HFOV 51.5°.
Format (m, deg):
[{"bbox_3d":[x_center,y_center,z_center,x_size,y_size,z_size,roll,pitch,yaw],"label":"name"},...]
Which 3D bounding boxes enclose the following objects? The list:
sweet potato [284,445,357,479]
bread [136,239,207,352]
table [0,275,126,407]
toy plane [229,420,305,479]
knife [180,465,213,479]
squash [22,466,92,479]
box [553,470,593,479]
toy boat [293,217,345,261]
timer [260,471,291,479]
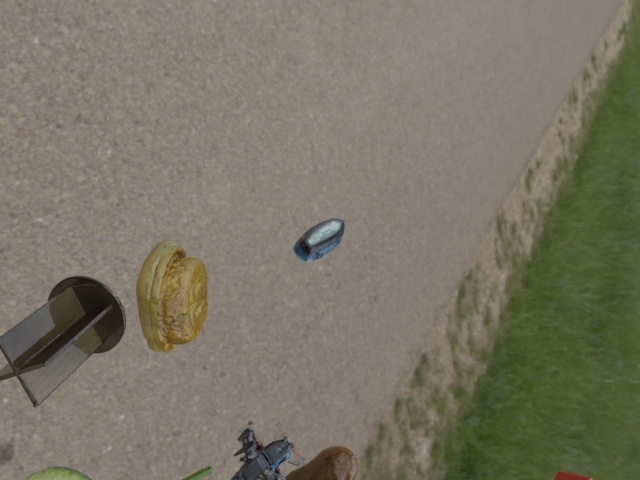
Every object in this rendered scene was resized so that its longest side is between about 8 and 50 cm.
[{"bbox_3d":[-0.033,0.534,1.427,0.097,0.292,0.097,47,15,-17],"label":"sweet potato"},{"bbox_3d":[-0.322,0.124,1.439,0.198,0.120,0.236,-73,164,-62],"label":"bread"},{"bbox_3d":[-0.482,0.184,1.202,0.227,0.167,0.167,-58,135,-66],"label":"table"},{"bbox_3d":[-0.113,0.372,1.061,0.135,0.188,0.062,55,6,13],"label":"toy plane"},{"bbox_3d":[-0.305,0.513,1.373,0.184,0.022,0.026,-20,130,-32],"label":"knife"},{"bbox_3d":[-0.615,0.649,1.518,0.252,0.049,0.252,15,50,-19],"label":"squash"},{"bbox_3d":[0.479,0.549,1.246,0.182,0.099,0.133,-47,107,-26],"label":"box"},{"bbox_3d":[0.000,0.000,1.246,0.060,0.061,0.137,43,46,7],"label":"toy boat"},{"bbox_3d":[-0.075,0.721,1.831,0.262,0.237,0.087,77,-2,-51],"label":"timer"}]
